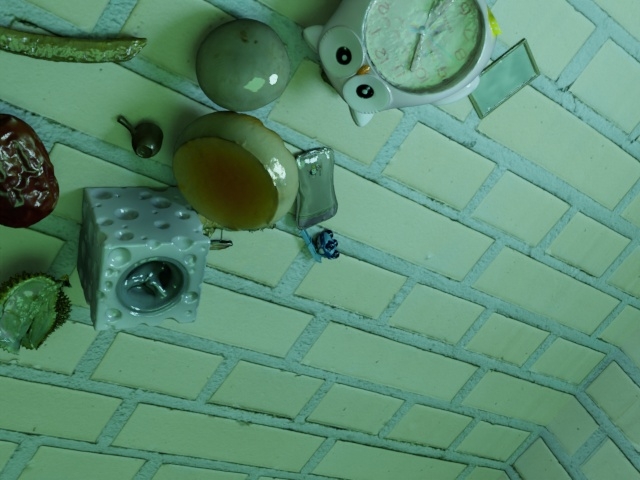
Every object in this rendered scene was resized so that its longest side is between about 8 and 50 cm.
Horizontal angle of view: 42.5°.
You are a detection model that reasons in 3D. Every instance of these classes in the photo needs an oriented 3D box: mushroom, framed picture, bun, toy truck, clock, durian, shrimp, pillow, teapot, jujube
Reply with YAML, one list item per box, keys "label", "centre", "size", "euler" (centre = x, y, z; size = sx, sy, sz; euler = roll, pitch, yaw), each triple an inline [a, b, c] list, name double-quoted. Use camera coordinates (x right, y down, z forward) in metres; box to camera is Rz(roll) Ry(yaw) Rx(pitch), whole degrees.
- label: "mushroom"
  centre: [-0.164, -0.366, 1.780]
  size: [0.204, 0.204, 0.204]
  euler: [-15, 131, -18]
- label: "framed picture"
  centre: [0.482, -0.426, 2.184]
  size: [0.201, 0.010, 0.136]
  euler: [-37, 135, 4]
- label: "bun"
  centre: [-0.178, -0.167, 1.858]
  size: [0.299, 0.298, 0.165]
  euler: [81, 30, -41]
- label: "toy truck"
  centre: [0.000, 0.000, 2.232]
  size: [0.074, 0.063, 0.136]
  euler: [-17, 132, 11]
- label: "clock"
  centre: [0.181, -0.451, 1.814]
  size: [0.376, 0.250, 0.368]
  euler: [-28, 110, 16]
- label: "durian"
  centre: [-0.674, 0.138, 1.918]
  size: [0.237, 0.138, 0.193]
  euler: [-38, 131, 8]
- label: "shrimp"
  centre: [-0.234, -0.029, 2.092]
  size: [0.251, 0.052, 0.144]
  euler: [6, 133, -23]
- label: "pillow"
  centre: [-0.013, -0.133, 2.129]
  size: [0.130, 0.038, 0.233]
  euler: [-19, 130, -21]
- label: "teapot"
  centre: [-0.407, -0.228, 1.825]
  size: [0.110, 0.080, 0.085]
  euler: [31, 129, -27]
- label: "jujube"
  centre: [-0.639, -0.139, 1.697]
  size: [0.174, 0.174, 0.250]
  euler: [-18, 135, -15]

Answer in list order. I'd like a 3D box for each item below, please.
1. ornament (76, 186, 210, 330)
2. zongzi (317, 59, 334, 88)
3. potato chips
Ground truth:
- label: "ornament"
  centre: [-0.417, 0.036, 1.906]
  size: [0.239, 0.240, 0.239]
  euler: [-3, 127, -27]
- label: "zongzi"
  centre: [0.061, -0.417, 1.949]
  size: [0.154, 0.062, 0.130]
  euler: [34, 84, -26]
- label: "potato chips"
  centre: [-0.547, -0.392, 1.618]
  size: [0.406, 0.057, 0.080]
  euler: [3, 111, -30]
